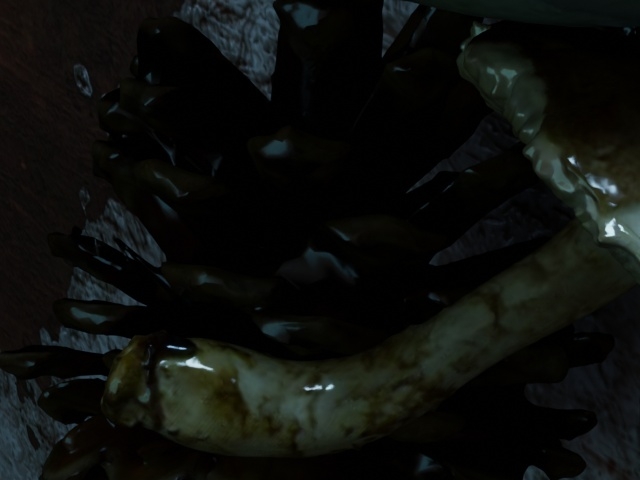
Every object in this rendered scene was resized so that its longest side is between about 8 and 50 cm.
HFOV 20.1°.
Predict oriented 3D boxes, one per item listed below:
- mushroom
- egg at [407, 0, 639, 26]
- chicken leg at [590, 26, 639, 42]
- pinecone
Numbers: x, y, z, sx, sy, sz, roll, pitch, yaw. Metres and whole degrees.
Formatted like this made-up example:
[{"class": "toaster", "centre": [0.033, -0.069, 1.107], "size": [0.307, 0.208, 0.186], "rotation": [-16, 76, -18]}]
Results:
[{"class": "mushroom", "centre": [0.087, 0.019, 0.850], "size": [0.301, 0.208, 0.233], "rotation": [-20, 129, 32]}, {"class": "egg", "centre": [0.086, -0.265, 0.748], "size": [0.428, 0.345, 0.345], "rotation": [24, 130, 21]}, {"class": "chicken leg", "centre": [0.215, -0.042, 0.930], "size": [0.251, 0.087, 0.107], "rotation": [52, 166, 22]}, {"class": "pinecone", "centre": [0.000, 0.000, 1.069], "size": [0.384, 0.384, 0.385], "rotation": [35, 133, 48]}]
